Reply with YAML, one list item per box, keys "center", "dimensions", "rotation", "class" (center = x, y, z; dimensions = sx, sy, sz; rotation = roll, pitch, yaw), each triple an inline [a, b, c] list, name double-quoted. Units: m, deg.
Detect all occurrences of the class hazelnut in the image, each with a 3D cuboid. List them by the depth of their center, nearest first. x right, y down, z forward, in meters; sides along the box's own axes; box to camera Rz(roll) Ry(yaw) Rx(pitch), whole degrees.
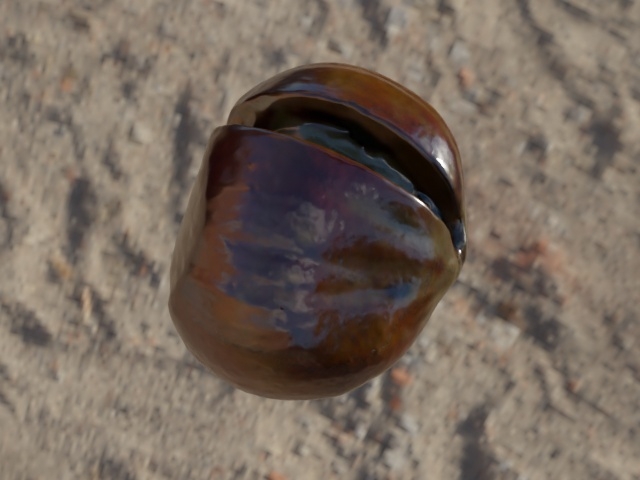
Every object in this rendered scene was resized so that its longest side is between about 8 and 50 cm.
- center: [0.000, 0.000, 1.364]
  dimensions: [0.217, 0.217, 0.251]
  rotation: [25, 65, 2]
  class: "hazelnut"
